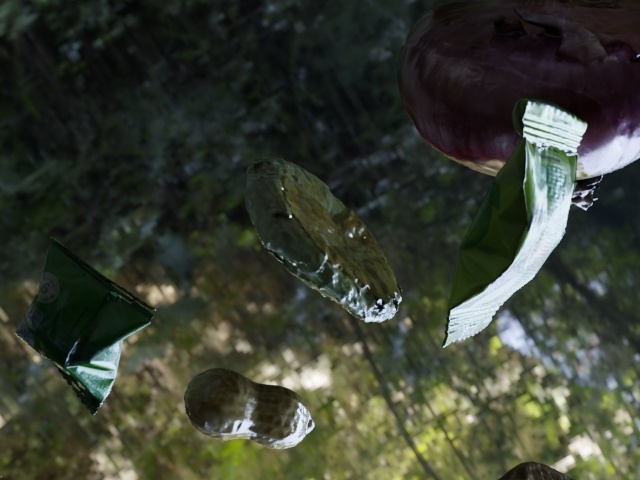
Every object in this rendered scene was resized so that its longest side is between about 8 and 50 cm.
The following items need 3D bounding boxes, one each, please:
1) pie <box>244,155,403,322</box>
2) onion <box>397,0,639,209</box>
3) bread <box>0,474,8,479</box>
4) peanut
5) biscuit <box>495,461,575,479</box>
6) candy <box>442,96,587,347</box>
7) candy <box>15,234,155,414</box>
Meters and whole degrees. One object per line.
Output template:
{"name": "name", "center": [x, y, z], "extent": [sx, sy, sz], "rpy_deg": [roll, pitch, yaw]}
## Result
{"name": "pie", "center": [0.000, 0.000, 2.003], "extent": [0.071, 0.306, 0.306], "rpy_deg": [-40, -153, 18]}
{"name": "onion", "center": [0.255, -0.158, 1.662], "extent": [0.348, 0.285, 0.347], "rpy_deg": [-6, -153, 3]}
{"name": "bread", "center": [-0.340, 0.332, 1.216], "extent": [0.312, 0.312, 0.172], "rpy_deg": [-44, -163, -20]}
{"name": "peanut", "center": [-0.084, 0.201, 1.745], "extent": [0.089, 0.193, 0.089], "rpy_deg": [-26, -126, 41]}
{"name": "biscuit", "center": [0.272, 0.348, 1.275], "extent": [0.074, 0.359, 0.381], "rpy_deg": [-43, -137, 18]}
{"name": "candy", "center": [0.189, -0.012, 1.431], "extent": [0.069, 0.149, 0.246], "rpy_deg": [30, -78, 27]}
{"name": "candy", "center": [-0.272, 0.100, 1.667], "extent": [0.203, 0.141, 0.078], "rpy_deg": [-60, -178, 43]}
